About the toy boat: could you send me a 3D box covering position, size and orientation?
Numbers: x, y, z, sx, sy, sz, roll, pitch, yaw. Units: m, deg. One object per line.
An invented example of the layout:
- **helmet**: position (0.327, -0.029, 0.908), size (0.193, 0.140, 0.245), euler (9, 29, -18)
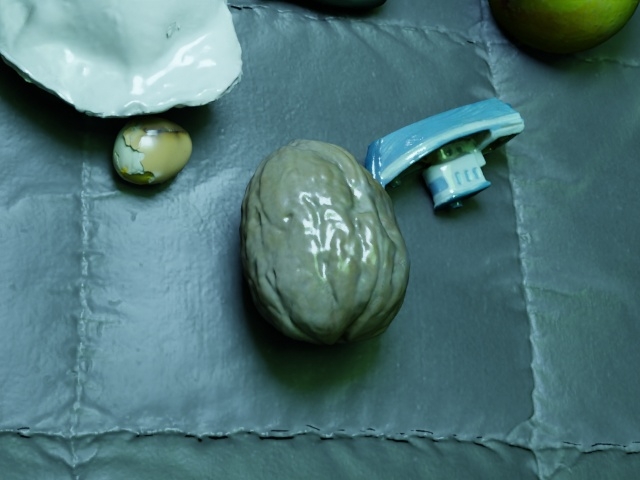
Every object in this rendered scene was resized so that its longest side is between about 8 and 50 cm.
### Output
- **toy boat**: position (0.142, -0.088, 1.510), size (0.215, 0.088, 0.102), euler (-18, 80, -29)

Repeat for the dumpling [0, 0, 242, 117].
- **dumpling**: position (-0.234, -0.287, 1.397), size (0.260, 0.181, 0.341), euler (-19, 98, -18)

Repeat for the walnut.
- **walnut**: position (0.001, -0.001, 1.376), size (0.178, 0.178, 0.230), euler (-5, 66, -24)

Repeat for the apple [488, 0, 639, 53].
- **apple**: position (0.291, -0.315, 1.627), size (0.196, 0.157, 0.197), euler (9, 65, -19)

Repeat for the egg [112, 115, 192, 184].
- **egg**: position (-0.172, -0.093, 1.395), size (0.083, 0.071, 0.071), euler (-3, 69, -36)

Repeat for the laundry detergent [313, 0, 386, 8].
- **laundry detergent**: position (-0.026, -0.341, 1.558), size (0.221, 0.078, 0.144), euler (5, 65, -18)
